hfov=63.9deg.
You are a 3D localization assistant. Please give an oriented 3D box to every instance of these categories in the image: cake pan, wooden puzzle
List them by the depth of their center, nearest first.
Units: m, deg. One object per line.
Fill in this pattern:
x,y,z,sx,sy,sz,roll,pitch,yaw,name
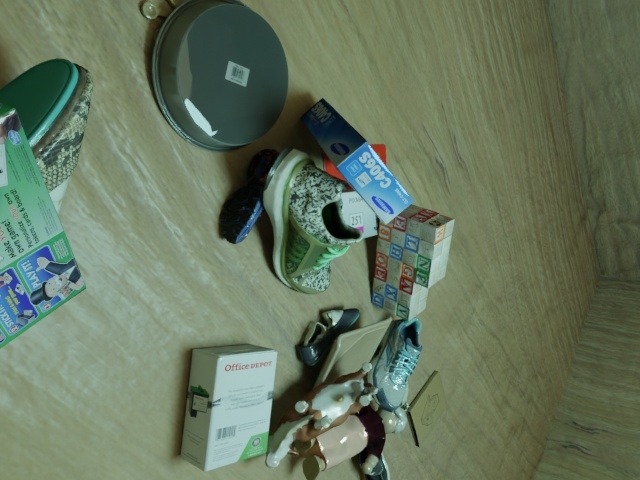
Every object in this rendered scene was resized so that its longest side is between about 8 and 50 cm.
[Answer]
-0.173,-0.313,0.980,0.293,0.054,0.293,-16,114,-41,cake pan
0.070,0.298,1.306,0.239,0.044,0.220,-12,132,-50,wooden puzzle

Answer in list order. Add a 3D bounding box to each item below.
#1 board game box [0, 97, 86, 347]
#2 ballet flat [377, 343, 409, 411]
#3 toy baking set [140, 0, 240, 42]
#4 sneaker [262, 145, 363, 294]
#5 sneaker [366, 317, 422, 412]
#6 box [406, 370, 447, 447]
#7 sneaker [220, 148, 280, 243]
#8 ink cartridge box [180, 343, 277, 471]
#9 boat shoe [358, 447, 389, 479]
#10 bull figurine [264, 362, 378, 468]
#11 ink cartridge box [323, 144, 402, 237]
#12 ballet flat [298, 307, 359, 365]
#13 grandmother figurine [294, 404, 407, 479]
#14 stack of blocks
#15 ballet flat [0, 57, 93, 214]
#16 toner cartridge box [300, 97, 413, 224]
-0.409,0.015,0.590,0.213,0.046,0.317,-42,155,-35,board game box
0.223,0.401,1.514,0.091,0.077,0.240,-24,111,-45,ballet flat
-0.227,-0.438,0.957,0.197,0.030,0.256,20,79,-47,toy baking set
0.000,0.000,1.098,0.158,0.182,0.410,-52,150,-29,sneaker
0.211,0.321,1.392,0.110,0.122,0.283,32,48,-17,sneaker
0.361,0.565,1.727,0.201,0.021,0.164,-39,122,-39,box
-0.128,-0.083,1.073,0.221,0.083,0.087,-61,142,-19,sneaker
-0.182,0.327,1.040,0.160,0.093,0.219,8,87,-49,ink cartridge box
0.135,0.616,1.434,0.079,0.084,0.233,-17,99,-49,boat shoe
0.000,0.386,1.154,0.310,0.188,0.101,-28,75,-30,bull figurine
0.121,-0.132,1.358,0.275,0.060,0.238,-13,105,-47,ink cartridge box
0.019,0.219,1.274,0.203,0.074,0.074,-43,124,-29,ballet flat
0.093,0.490,1.328,0.343,0.104,0.207,-2,71,-39,grandmother figurine
0.241,0.062,1.372,0.087,0.171,0.297,-24,128,-42,stack of blocks
-0.463,-0.031,0.670,0.482,0.164,0.182,-52,151,-24,ballet flat
0.065,-0.180,1.083,0.075,0.348,0.165,-41,119,9,toner cartridge box
